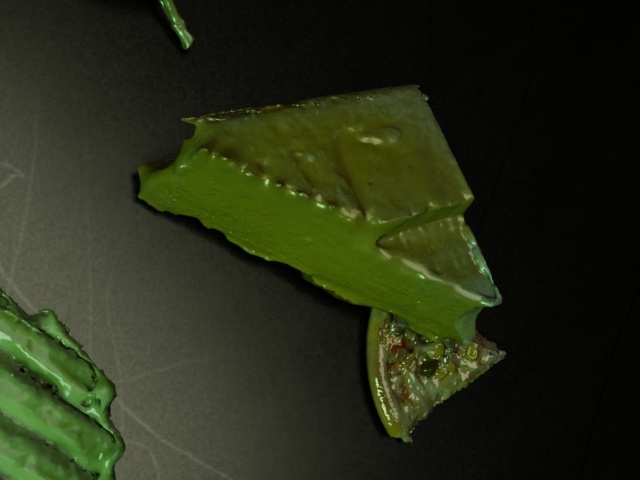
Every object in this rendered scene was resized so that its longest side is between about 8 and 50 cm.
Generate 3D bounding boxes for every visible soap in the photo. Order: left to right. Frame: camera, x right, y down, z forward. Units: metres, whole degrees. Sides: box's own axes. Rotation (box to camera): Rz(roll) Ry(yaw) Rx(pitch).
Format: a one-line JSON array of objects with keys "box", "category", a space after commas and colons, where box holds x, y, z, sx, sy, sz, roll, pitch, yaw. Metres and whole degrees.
[{"box": [0.000, 0.000, 1.137, 0.339, 0.169, 0.304, -13, 70, -26], "category": "soap"}]

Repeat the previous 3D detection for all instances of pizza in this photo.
[{"box": [0.149, 0.151, 1.250, 0.195, 0.052, 0.185, -4, 84, -24], "category": "pizza"}]

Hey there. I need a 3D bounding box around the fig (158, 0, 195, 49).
[{"box": [-0.183, -0.344, 1.145, 0.230, 0.143, 0.160, 55, 33, -5], "category": "fig"}]

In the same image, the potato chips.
[{"box": [-0.407, 0.186, 0.985, 0.429, 0.070, 0.358, 37, 64, -15], "category": "potato chips"}]
